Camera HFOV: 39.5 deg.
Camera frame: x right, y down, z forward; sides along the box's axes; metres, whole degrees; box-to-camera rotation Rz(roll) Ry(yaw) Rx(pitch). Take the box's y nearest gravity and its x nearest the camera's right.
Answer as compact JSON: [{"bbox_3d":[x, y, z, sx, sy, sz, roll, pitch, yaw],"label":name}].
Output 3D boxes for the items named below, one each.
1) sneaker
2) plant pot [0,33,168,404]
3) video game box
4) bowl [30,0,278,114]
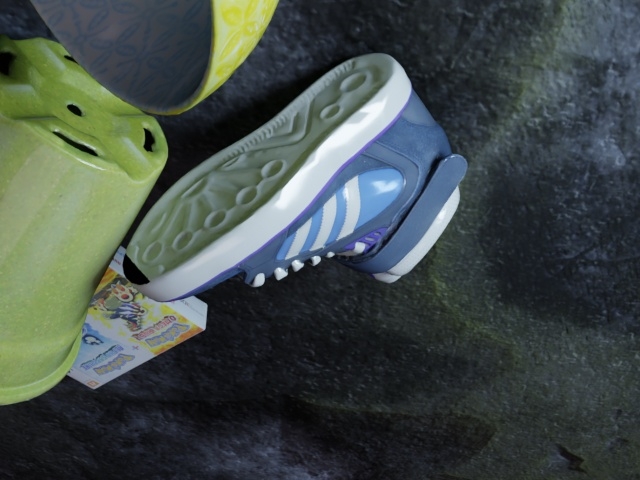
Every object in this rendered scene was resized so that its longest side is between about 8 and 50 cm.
[{"bbox_3d":[0.000,0.000,0.859,0.323,0.130,0.236,-41,130,-9],"label":"sneaker"},{"bbox_3d":[-0.281,-0.036,0.813,0.276,0.276,0.254,29,118,-29],"label":"plant pot"},{"bbox_3d":[-0.275,0.090,1.079,0.205,0.048,0.187,-29,133,26],"label":"video game box"},{"bbox_3d":[-0.108,-0.250,0.619,0.156,0.289,0.289,-35,147,-30],"label":"bowl"}]
